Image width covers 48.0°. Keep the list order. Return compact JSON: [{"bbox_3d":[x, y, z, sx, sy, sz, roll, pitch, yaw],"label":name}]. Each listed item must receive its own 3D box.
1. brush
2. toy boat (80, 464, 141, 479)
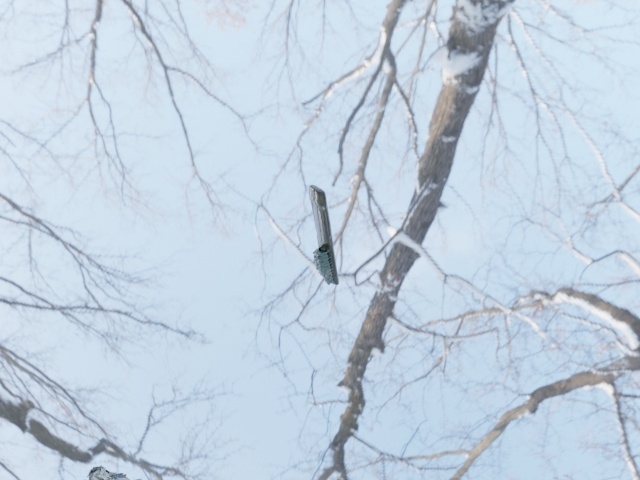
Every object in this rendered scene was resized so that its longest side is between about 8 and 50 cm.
[{"bbox_3d":[0.000,0.000,1.059,0.027,0.190,0.034,-37,-130,-28],"label":"brush"},{"bbox_3d":[-0.293,0.299,0.789,0.210,0.084,0.066,9,-147,-53],"label":"toy boat"}]
